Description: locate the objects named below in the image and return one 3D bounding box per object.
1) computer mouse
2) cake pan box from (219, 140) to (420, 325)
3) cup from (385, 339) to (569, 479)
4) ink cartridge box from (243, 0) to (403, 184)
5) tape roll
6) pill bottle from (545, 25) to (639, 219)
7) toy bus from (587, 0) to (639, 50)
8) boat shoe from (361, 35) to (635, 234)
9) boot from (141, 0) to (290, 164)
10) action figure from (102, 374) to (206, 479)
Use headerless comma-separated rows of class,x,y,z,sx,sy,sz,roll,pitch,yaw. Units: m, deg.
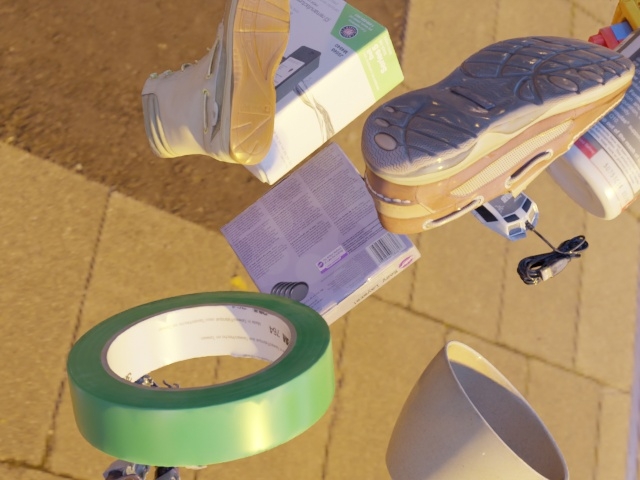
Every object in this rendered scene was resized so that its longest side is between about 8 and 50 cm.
computer mouse,0.223,-0.033,1.314,0.106,0.042,0.193,-35,76,-31
cake pan box,0.000,0.000,1.835,0.245,0.267,0.070,53,4,23
cup,0.260,0.385,2.035,0.331,0.237,0.331,43,17,-16
ink cartridge box,-0.045,-0.244,1.672,0.273,0.198,0.114,-39,140,-11
tape roll,-0.143,0.158,1.340,0.321,0.321,0.077,-24,118,-43
pill bottle,0.417,-0.175,1.398,0.283,0.161,0.161,-42,114,0
toy bus,0.528,-0.286,1.683,0.211,0.149,0.220,-19,66,-8
boat shoe,0.167,-0.103,1.041,0.324,0.123,0.116,-24,135,-27
boot,-0.141,-0.231,1.427,0.095,0.203,0.262,3,92,-44
action figure,-0.238,0.299,1.637,0.185,0.099,0.285,46,20,-19
